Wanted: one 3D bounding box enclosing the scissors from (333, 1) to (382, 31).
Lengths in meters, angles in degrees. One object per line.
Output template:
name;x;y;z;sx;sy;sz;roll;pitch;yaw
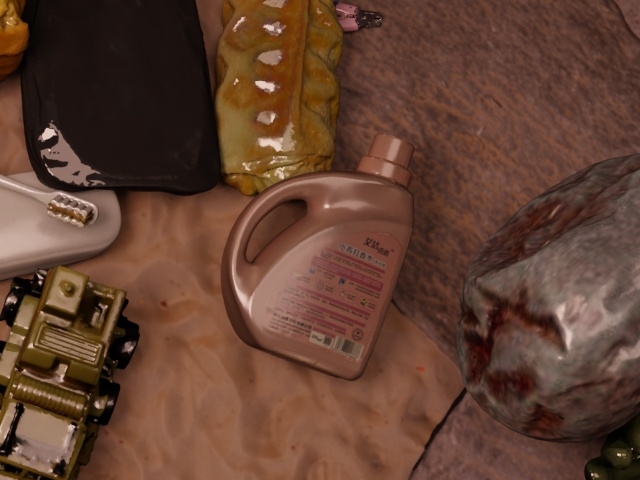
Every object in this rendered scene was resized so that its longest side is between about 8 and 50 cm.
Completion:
scissors;0.011;-0.232;1.641;0.113;0.012;0.039;-1;76;-18

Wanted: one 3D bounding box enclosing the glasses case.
glasses case;-0.299;-0.010;1.457;0.233;0.059;0.092;-14;75;-22

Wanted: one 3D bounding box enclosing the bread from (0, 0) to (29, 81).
bread;-0.383;-0.235;1.395;0.268;0.268;0.145;14;68;-13

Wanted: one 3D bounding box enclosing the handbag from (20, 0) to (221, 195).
handbag;-0.202;-0.195;1.519;0.192;0.075;0.332;1;67;-29

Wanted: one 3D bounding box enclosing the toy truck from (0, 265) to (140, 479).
toy truck;-0.247;0.153;1.398;0.127;0.127;0.257;21;74;-12

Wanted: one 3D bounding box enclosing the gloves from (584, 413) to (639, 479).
gloves;0.360;0.193;1.587;0.268;0.107;0.135;-14;88;-38

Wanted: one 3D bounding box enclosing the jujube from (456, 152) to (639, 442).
jujube;0.269;0.062;1.517;0.308;0.246;0.215;-36;108;-16

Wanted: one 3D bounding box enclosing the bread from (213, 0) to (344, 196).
bread;-0.041;-0.154;1.565;0.128;0.088;0.232;5;74;-6

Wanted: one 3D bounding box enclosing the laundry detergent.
laundry detergent;0.000;0.000;1.508;0.171;0.076;0.237;21;84;-21

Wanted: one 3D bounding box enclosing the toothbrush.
toothbrush;-0.363;-0.078;1.433;0.342;0.030;0.025;21;108;4
